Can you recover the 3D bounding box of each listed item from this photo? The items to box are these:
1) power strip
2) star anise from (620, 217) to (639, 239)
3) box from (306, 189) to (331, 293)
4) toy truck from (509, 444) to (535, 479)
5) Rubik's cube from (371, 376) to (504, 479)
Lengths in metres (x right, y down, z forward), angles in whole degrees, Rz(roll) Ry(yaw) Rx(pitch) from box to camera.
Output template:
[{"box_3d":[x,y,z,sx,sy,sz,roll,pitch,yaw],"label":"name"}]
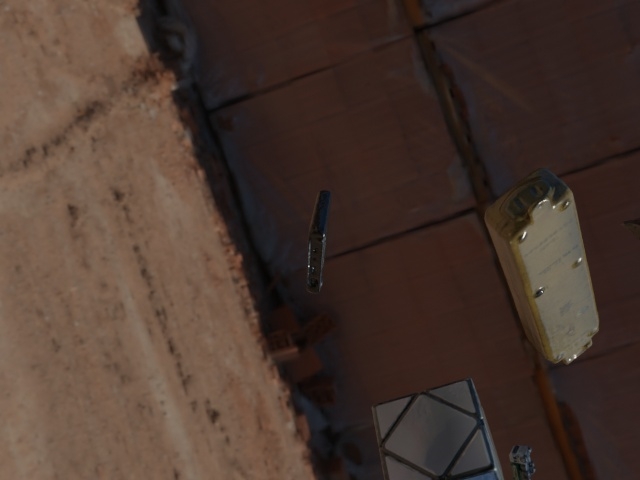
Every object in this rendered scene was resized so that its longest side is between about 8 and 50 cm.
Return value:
[{"box_3d":[0.192,0.032,0.854,0.044,0.064,0.305,50,-4,34],"label":"power strip"},{"box_3d":[0.626,-0.029,1.530,0.117,0.331,0.332,-92,161,-54],"label":"star anise"},{"box_3d":[0.000,0.000,1.564,0.125,0.027,0.126,-78,173,-53],"label":"box"},{"box_3d":[0.396,0.443,1.999,0.039,0.044,0.083,-49,132,-48],"label":"toy truck"},{"box_3d":[0.230,0.415,1.907,0.205,0.205,0.207,65,12,-44],"label":"Rubik's cube"}]
